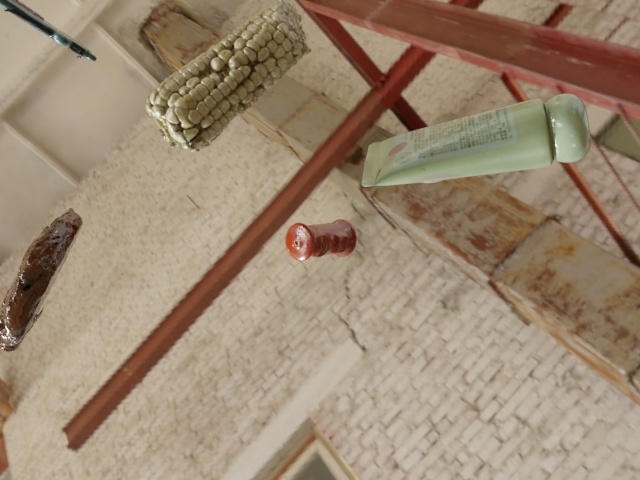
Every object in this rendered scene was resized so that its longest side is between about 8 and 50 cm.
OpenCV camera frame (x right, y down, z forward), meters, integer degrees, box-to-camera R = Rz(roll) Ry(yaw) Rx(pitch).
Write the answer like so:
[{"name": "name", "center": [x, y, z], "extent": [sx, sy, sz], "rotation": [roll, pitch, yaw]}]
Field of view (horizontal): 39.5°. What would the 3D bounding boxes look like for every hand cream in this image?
[{"name": "hand cream", "center": [0.209, -0.132, 1.220], "extent": [0.305, 0.147, 0.093], "rotation": [-8, -62, 13]}]

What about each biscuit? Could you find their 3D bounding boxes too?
[{"name": "biscuit", "center": [-0.345, 0.046, 1.082], "extent": [0.049, 0.192, 0.192], "rotation": [27, -82, -15]}]

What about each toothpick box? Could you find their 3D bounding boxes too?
[{"name": "toothpick box", "center": [0.000, 0.000, 1.049], "extent": [0.083, 0.047, 0.047], "rotation": [-6, -64, -49]}]

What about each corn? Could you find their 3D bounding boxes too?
[{"name": "corn", "center": [-0.093, -0.181, 0.976], "extent": [0.211, 0.087, 0.087], "rotation": [-39, -58, -4]}]

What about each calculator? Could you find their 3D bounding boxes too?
[{"name": "calculator", "center": [-0.322, -0.250, 1.036], "extent": [0.141, 0.094, 0.019], "rotation": [32, -86, -38]}]
